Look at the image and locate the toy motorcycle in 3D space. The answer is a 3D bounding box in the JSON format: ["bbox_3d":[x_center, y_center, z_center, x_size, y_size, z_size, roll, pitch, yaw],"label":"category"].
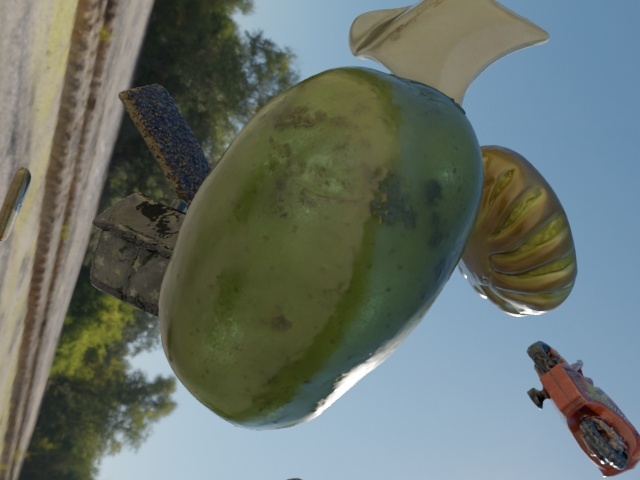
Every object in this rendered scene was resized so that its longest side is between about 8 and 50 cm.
[{"bbox_3d":[0.442,0.285,1.016,0.089,0.171,0.298,-51,-164,17],"label":"toy motorcycle"}]

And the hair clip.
[{"bbox_3d":[0.140,-0.268,0.829,0.172,0.113,0.282,-40,-154,-8],"label":"hair clip"}]

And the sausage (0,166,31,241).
[{"bbox_3d":[-0.418,-0.049,0.824,0.132,0.024,0.024,-51,-152,31],"label":"sausage"}]

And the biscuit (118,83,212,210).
[{"bbox_3d":[-0.258,-0.170,1.072,0.025,0.231,0.131,-25,-169,24],"label":"biscuit"}]

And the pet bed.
[{"bbox_3d":[-0.236,0.016,0.974,0.211,0.183,0.159,18,-79,29],"label":"pet bed"}]

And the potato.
[{"bbox_3d":[-0.002,-0.002,0.485,0.304,0.216,0.216,-45,-161,-4],"label":"potato"}]

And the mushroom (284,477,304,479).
[{"bbox_3d":[-0.018,0.498,0.976,0.225,0.116,0.093,44,-45,27],"label":"mushroom"}]

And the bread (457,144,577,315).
[{"bbox_3d":[0.214,-0.006,0.725,0.213,0.104,0.213,60,-14,25],"label":"bread"}]
